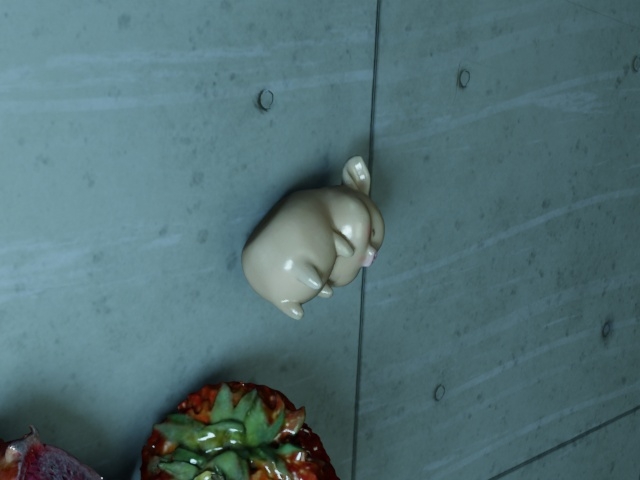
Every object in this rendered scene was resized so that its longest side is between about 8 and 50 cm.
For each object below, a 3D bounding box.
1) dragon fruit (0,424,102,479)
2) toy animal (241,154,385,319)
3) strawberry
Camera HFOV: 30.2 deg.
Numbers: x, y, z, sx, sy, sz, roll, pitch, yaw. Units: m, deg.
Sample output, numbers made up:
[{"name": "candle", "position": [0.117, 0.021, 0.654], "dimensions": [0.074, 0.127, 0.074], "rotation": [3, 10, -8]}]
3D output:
[{"name": "dragon fruit", "position": [-0.368, 0.369, 1.310], "dimensions": [0.291, 0.250, 0.269], "rotation": [-42, 109, 11]}, {"name": "toy animal", "position": [-0.009, 0.002, 1.659], "dimensions": [0.250, 0.154, 0.166], "rotation": [-29, 161, -50]}, {"name": "strawberry", "position": [-0.100, 0.384, 1.597], "dimensions": [0.267, 0.312, 0.351], "rotation": [-18, 137, -21]}]
